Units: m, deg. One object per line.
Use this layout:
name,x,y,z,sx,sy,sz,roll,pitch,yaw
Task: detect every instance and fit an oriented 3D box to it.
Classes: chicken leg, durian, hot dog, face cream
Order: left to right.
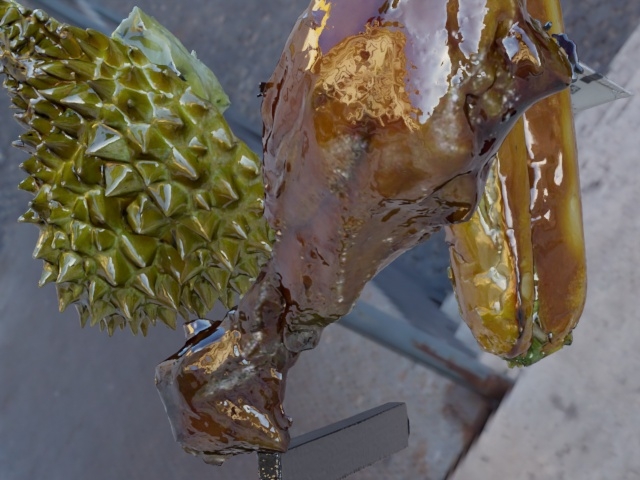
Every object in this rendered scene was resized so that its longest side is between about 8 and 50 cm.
durian,-0.123,-0.047,0.930,0.172,0.306,0.166,-25,40,12
chicken leg,0.000,0.000,0.608,0.113,0.093,0.304,47,128,25
hot dog,0.116,-0.052,0.869,0.072,0.115,0.269,-6,86,37
face cream,0.170,-0.128,1.259,0.243,0.092,0.058,-12,61,56

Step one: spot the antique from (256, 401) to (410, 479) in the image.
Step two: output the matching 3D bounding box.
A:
antique,0.011,0.118,0.766,0.015,0.192,0.031,-1,91,24
